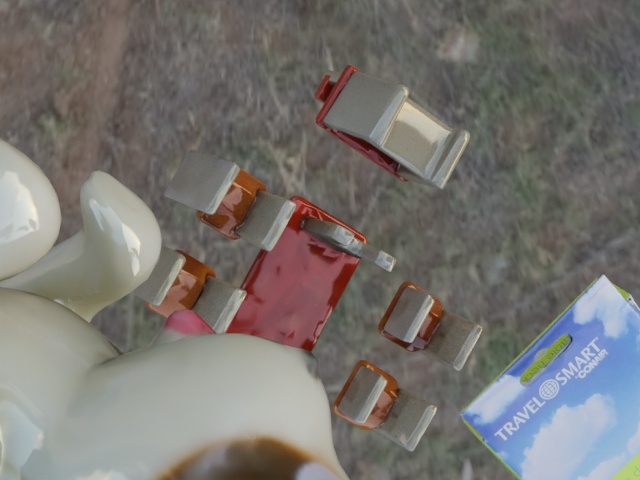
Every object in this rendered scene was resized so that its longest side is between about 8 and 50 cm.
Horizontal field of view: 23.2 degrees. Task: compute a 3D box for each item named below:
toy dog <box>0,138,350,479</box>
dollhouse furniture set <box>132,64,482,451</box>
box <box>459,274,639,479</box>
[{"bbox_3d":[-0.173,0.137,0.732,0.407,0.396,0.284,3,162,12],"label":"toy dog"},{"bbox_3d":[0.000,0.000,1.226,0.262,0.135,0.259,32,85,-29],"label":"dollhouse furniture set"},{"bbox_3d":[0.159,0.105,0.839,0.109,0.042,0.178,-45,114,0],"label":"box"}]
